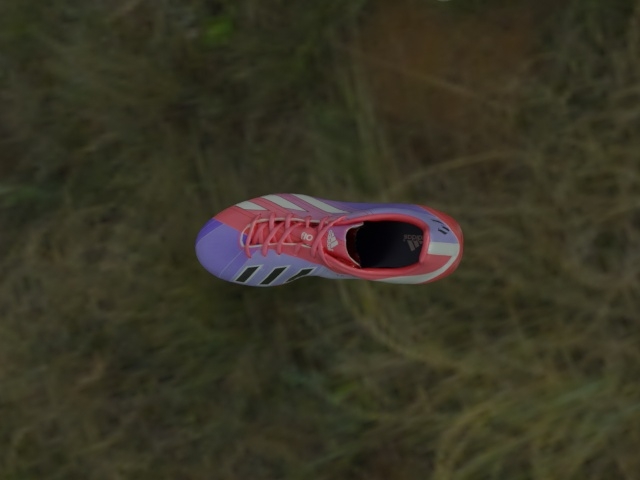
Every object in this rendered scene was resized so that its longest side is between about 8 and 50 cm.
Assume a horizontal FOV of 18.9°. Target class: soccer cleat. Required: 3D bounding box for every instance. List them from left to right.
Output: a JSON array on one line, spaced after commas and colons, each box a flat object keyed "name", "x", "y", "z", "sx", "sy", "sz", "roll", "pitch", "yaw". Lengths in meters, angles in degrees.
[{"name": "soccer cleat", "x": 0.000, "y": 0.000, "z": 1.641, "sx": 0.248, "sy": 0.095, "sz": 0.083, "roll": 2, "pitch": 87, "yaw": 20}]
